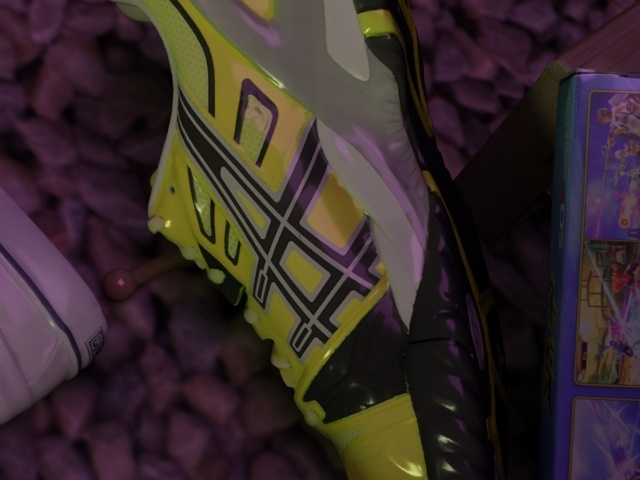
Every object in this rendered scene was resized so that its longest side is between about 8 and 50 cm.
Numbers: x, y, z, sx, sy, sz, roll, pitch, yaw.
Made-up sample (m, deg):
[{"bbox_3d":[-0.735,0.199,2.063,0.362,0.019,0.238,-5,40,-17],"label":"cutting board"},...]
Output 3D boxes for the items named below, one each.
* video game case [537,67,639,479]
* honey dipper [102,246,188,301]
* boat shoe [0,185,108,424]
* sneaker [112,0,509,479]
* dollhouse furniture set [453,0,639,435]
[{"bbox_3d":[0.227,0.061,0.597,0.244,0.061,0.269,3,94,1],"label":"video game case"},{"bbox_3d":[-0.048,-0.008,0.712,0.161,0.030,0.030,-25,76,-22],"label":"honey dipper"},{"bbox_3d":[-0.218,-0.020,0.629,0.258,0.095,0.084,43,58,6],"label":"boat shoe"},{"bbox_3d":[0.000,0.000,0.661,0.147,0.145,0.384,-15,88,12],"label":"sneaker"},{"bbox_3d":[0.205,0.007,0.705,0.212,0.161,0.242,-35,80,-27],"label":"dollhouse furniture set"}]
